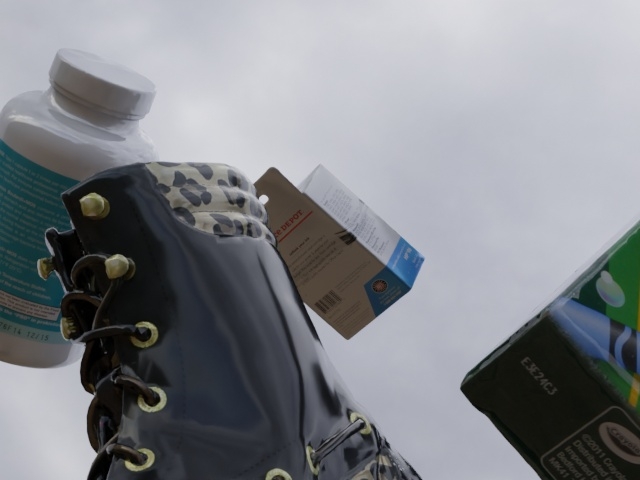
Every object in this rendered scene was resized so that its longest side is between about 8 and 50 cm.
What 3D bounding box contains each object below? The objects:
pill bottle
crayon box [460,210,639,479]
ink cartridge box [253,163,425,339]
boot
[{"bbox_3d":[-0.233,-0.030,1.225,0.146,0.146,0.264,26,-74,8],"label":"pill bottle"},{"bbox_3d":[0.243,0.062,0.774,0.203,0.323,0.083,48,-47,6],"label":"crayon box"},{"bbox_3d":[0.000,0.000,0.633,0.083,0.028,0.048,42,-53,-9],"label":"ink cartridge box"},{"bbox_3d":[-0.068,0.066,0.467,0.085,0.236,0.179,-42,-113,37],"label":"boot"}]
